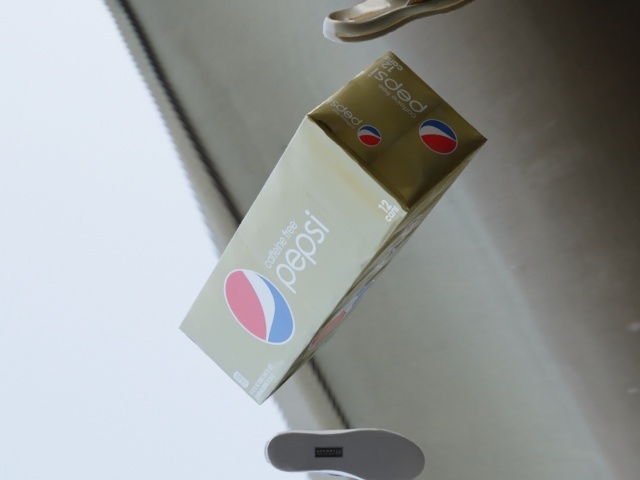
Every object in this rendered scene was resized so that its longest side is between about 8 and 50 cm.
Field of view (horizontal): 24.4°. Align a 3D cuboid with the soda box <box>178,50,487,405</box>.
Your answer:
[{"bbox_3d":[0.000,0.000,0.664,0.058,0.181,0.061,43,-128,7],"label":"soda box"}]

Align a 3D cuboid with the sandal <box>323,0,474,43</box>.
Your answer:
[{"bbox_3d":[0.081,-0.219,1.277,0.180,0.072,0.049,-23,-65,-17],"label":"sandal"}]

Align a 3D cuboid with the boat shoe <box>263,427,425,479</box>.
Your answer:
[{"bbox_3d":[0.021,0.187,1.310,0.142,0.040,0.049,6,-92,-3],"label":"boat shoe"}]
